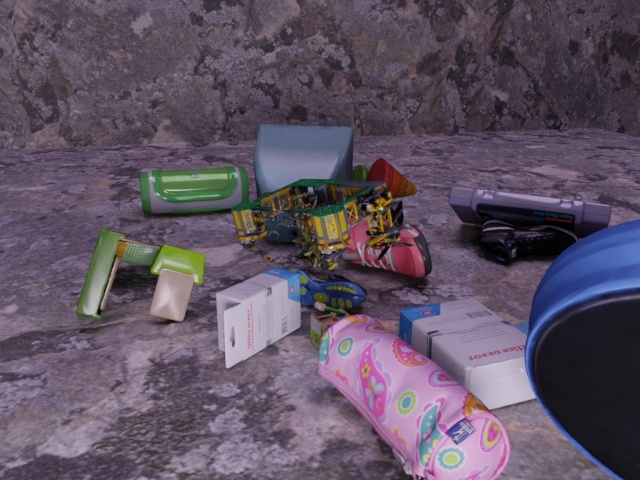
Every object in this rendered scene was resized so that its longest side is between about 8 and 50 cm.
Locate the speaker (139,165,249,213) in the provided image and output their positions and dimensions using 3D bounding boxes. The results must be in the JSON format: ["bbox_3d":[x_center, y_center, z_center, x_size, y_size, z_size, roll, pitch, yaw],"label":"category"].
[{"bbox_3d":[-0.360,-0.145,1.693,0.297,0.131,0.131,-5,20,-16],"label":"speaker"}]

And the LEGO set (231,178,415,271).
[{"bbox_3d":[0.000,0.000,1.164,0.332,0.192,0.255,2,23,36],"label":"LEGO set"}]

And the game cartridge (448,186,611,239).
[{"bbox_3d":[0.507,-0.061,1.443,0.355,0.068,0.230,9,-2,24],"label":"game cartridge"}]

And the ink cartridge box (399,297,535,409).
[{"bbox_3d":[0.223,0.165,0.887,0.140,0.082,0.191,-7,22,-19],"label":"ink cartridge box"}]

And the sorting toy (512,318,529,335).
[{"bbox_3d":[0.412,0.164,0.964,0.208,0.038,0.193,-9,21,-27],"label":"sorting toy"}]

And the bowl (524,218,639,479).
[{"bbox_3d":[0.372,0.147,0.528,0.391,0.391,0.077,16,50,36],"label":"bowl"}]

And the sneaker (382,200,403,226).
[{"bbox_3d":[0.151,-0.055,1.540,0.094,0.081,0.208,1,11,22],"label":"sneaker"}]

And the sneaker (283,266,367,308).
[{"bbox_3d":[0.003,0.095,1.133,0.188,0.067,0.078,10,0,29],"label":"sneaker"}]

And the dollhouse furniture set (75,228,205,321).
[{"bbox_3d":[-0.353,0.073,1.162,0.198,0.151,0.301,16,-4,-20],"label":"dollhouse furniture set"}]

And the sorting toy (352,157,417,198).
[{"bbox_3d":[0.157,-0.141,1.667,0.126,0.127,0.365,13,-5,-18],"label":"sorting toy"}]

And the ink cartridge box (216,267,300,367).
[{"bbox_3d":[-0.111,0.122,0.966,0.060,0.104,0.180,15,23,35],"label":"ink cartridge box"}]

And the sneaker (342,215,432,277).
[{"bbox_3d":[0.122,0.026,1.292,0.136,0.115,0.314,-23,23,-19],"label":"sneaker"}]

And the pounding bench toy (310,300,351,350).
[{"bbox_3d":[0.024,0.134,0.966,0.065,0.083,0.052,-10,22,-25],"label":"pounding bench toy"}]

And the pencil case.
[{"bbox_3d":[0.101,0.197,0.738,0.124,0.124,0.284,-9,23,-25],"label":"pencil case"}]

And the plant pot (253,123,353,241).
[{"bbox_3d":[-0.048,-0.123,1.489,0.247,0.247,0.252,2,37,5],"label":"plant pot"}]

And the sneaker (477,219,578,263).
[{"bbox_3d":[0.467,0.018,1.350,0.217,0.079,0.121,9,31,23],"label":"sneaker"}]
